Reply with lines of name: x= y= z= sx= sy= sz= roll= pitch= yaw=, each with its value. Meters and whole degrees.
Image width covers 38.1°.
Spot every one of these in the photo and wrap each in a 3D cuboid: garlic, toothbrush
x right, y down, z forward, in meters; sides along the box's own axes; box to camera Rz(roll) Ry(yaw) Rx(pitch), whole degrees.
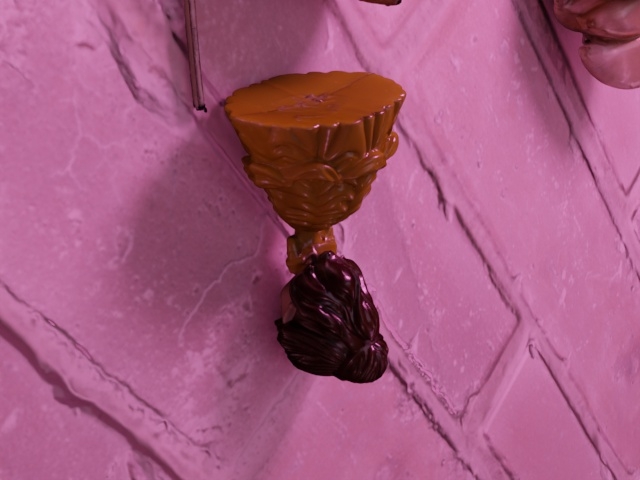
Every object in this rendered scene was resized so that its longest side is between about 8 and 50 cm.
garlic: x=0.401 y=-0.358 z=1.286 sx=0.203 sy=0.184 sz=0.281 roll=-25 pitch=139 yaw=-12
toothbrush: x=-0.128 y=-0.265 z=0.866 sx=0.028 sy=0.026 sz=0.294 roll=-15 pitch=109 yaw=-23

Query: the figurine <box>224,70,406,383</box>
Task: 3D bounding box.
figurine: x=-0.004 y=-0.001 z=0.975 sx=0.187 sy=0.168 sz=0.315 roll=-56 pitch=149 yaw=-60

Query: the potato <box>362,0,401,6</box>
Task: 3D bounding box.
potato: x=0.004 y=-0.324 z=0.922 sx=0.117 sy=0.182 sz=0.202 roll=-18 pitch=136 yaw=-3
